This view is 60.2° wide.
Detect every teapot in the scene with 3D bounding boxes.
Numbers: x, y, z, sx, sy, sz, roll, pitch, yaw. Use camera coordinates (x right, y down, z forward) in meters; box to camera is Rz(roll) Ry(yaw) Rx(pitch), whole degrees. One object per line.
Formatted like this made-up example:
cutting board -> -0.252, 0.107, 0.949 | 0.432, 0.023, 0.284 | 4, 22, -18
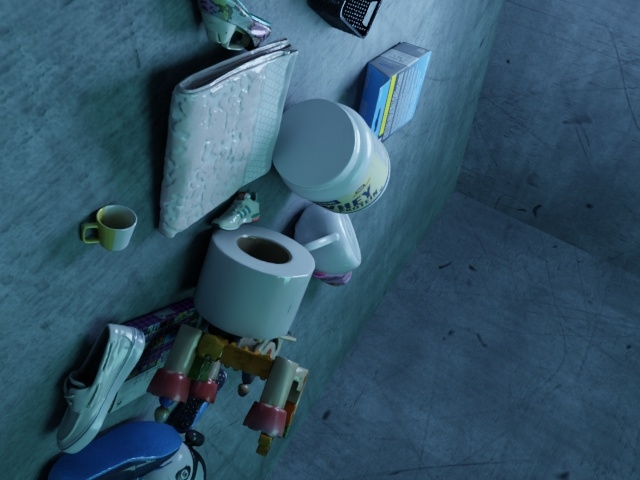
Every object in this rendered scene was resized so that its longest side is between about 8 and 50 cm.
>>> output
teapot -> 0.000, 0.000, 1.643 | 0.256, 0.187, 0.252 | 60, 15, -47

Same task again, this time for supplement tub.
supplement tub -> 0.030, -0.199, 1.353 | 0.235, 0.235, 0.325 | -63, 162, 4

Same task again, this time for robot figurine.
robot figurine -> -0.405, 0.631, 1.491 | 0.278, 0.174, 0.209 | 85, -2, -60

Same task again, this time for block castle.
block castle -> -0.204, 0.365, 1.315 | 0.453, 0.303, 0.212 | 96, 12, -73

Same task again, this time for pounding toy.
pounding toy -> -0.171, 0.345, 1.731 | 0.154, 0.155, 0.269 | -63, 162, -10

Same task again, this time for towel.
towel -> -0.174, -0.191, 1.043 | 0.317, 0.053, 0.331 | -43, 161, -43

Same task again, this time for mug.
mug -> -0.348, -0.018, 0.915 | 0.062, 0.078, 0.064 | -90, -161, -48

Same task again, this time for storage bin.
storage bin -> 0.060, -0.528, 1.195 | 0.122, 0.084, 0.180 | -66, 162, 12

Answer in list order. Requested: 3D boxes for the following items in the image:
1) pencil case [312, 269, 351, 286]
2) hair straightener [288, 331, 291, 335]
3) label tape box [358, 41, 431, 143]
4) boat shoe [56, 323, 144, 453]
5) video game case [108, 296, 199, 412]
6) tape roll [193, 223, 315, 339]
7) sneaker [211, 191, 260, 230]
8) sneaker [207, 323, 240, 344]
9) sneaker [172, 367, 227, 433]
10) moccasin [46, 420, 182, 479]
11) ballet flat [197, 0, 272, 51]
pencil case -> 0.032, 0.091, 1.972 | 0.124, 0.124, 0.284 | -60, 161, -3
hair straightener -> -0.090, 0.195, 1.801 | 0.089, 0.047, 0.230 | -15, 109, -67
label tape box -> 0.190, -0.424, 1.653 | 0.334, 0.106, 0.240 | -43, 154, -42
boat shoe -> -0.436, 0.277, 1.042 | 0.088, 0.096, 0.267 | 32, 94, -44
video game case -> -0.373, 0.249, 1.235 | 0.232, 0.042, 0.210 | -21, 136, -63
tape roll -> -0.153, 0.089, 1.270 | 0.246, 0.246, 0.169 | -23, 139, -62
sneaker -> -0.192, -0.071, 1.254 | 0.161, 0.057, 0.075 | -26, 124, -58
sneaker -> -0.219, 0.218, 1.531 | 0.146, 0.102, 0.293 | -59, 157, 6
sneaker -> -0.348, 0.456, 1.583 | 0.209, 0.069, 0.082 | -54, 176, -26
moccasin -> -0.471, 0.504, 1.254 | 0.342, 0.138, 0.116 | 7, 116, -55
ballet flat -> -0.148, -0.358, 0.913 | 0.079, 0.077, 0.221 | -62, 166, 12
